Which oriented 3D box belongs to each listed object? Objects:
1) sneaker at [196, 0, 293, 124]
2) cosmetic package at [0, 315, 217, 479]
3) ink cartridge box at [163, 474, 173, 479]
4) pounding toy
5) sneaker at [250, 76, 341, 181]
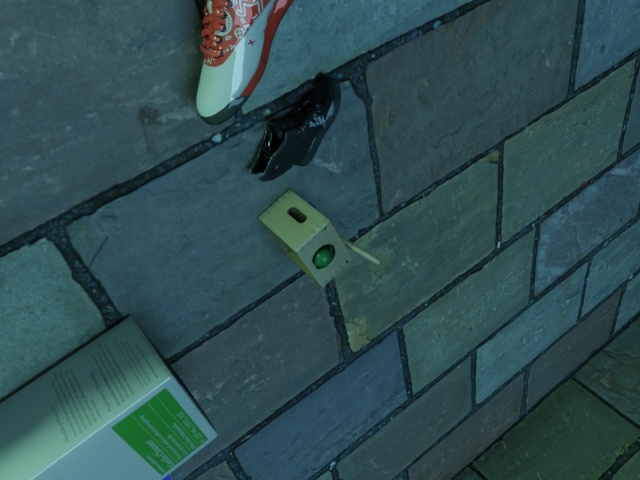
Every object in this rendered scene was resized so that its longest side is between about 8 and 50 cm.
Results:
[{"bbox_3d":[-0.112,-0.280,0.679,0.145,0.090,0.270,25,98,-47],"label":"sneaker"},{"bbox_3d":[-0.361,0.306,0.841,0.365,0.155,0.197,-37,138,-16],"label":"cosmetic package"},{"bbox_3d":[-0.364,0.443,1.022,0.208,0.045,0.206,-28,134,-25],"label":"ink cartridge box"},{"bbox_3d":[0.000,0.000,0.940,0.100,0.141,0.130,-43,138,-8],"label":"pounding toy"},{"bbox_3d":[-0.036,-0.163,0.857,0.089,0.051,0.170,2,121,-47],"label":"sneaker"}]
